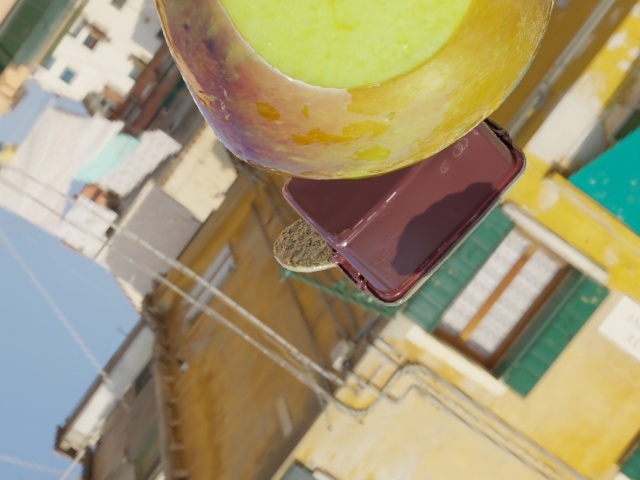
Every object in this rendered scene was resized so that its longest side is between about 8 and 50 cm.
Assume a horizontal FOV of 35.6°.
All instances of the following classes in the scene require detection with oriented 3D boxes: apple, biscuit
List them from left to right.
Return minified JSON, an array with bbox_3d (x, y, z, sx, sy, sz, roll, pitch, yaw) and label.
[{"bbox_3d":[0.000,0.000,1.486,0.152,0.152,0.020,48,161,57],"label":"biscuit"},{"bbox_3d":[0.027,-0.243,0.880,0.374,0.374,0.384,44,157,44],"label":"apple"}]

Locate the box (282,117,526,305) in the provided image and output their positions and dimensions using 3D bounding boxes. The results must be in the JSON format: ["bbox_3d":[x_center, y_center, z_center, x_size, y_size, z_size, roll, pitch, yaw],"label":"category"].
[{"bbox_3d":[0.104,-0.081,1.322,0.193,0.294,0.167,46,-175,40],"label":"box"}]
